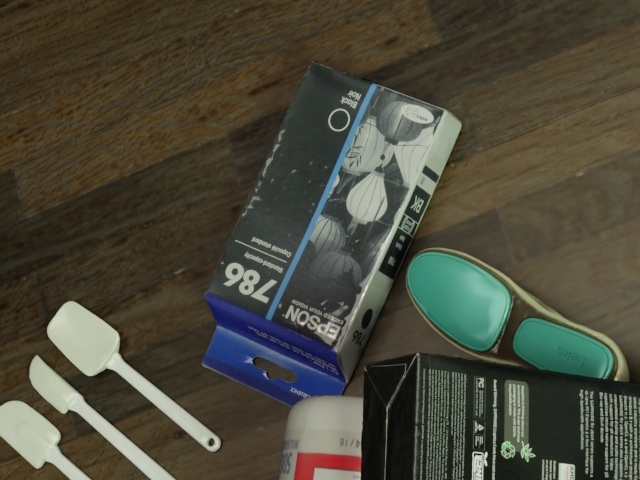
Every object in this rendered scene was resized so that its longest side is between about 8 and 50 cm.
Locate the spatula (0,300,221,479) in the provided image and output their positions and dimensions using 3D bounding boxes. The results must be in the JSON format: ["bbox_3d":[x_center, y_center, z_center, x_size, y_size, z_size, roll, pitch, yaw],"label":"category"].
[{"bbox_3d":[-0.223,0.191,2.003,0.242,0.019,0.168,36,92,25],"label":"spatula"}]

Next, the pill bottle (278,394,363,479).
[{"bbox_3d":[0.058,0.355,1.733,0.229,0.229,0.408,3,78,23],"label":"pill bottle"}]

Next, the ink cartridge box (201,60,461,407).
[{"bbox_3d":[0.000,0.000,1.934,0.165,0.065,0.333,22,87,25],"label":"ink cartridge box"}]

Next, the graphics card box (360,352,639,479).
[{"bbox_3d":[0.208,0.232,1.644,0.094,0.370,0.233,-17,68,57],"label":"graphics card box"}]

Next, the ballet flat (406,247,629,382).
[{"bbox_3d":[0.189,0.086,1.827,0.248,0.086,0.086,33,91,31],"label":"ballet flat"}]
